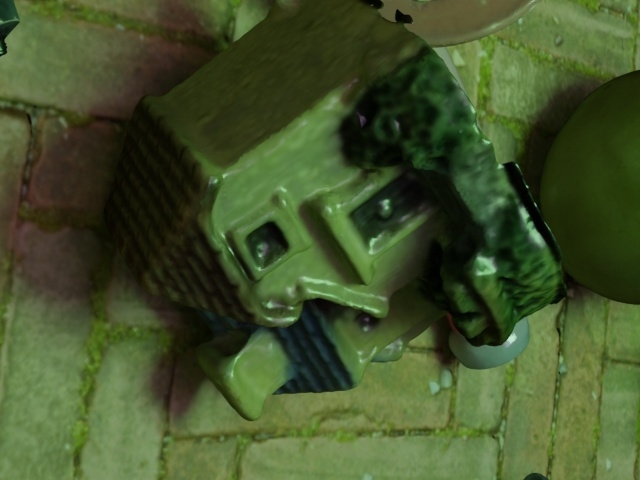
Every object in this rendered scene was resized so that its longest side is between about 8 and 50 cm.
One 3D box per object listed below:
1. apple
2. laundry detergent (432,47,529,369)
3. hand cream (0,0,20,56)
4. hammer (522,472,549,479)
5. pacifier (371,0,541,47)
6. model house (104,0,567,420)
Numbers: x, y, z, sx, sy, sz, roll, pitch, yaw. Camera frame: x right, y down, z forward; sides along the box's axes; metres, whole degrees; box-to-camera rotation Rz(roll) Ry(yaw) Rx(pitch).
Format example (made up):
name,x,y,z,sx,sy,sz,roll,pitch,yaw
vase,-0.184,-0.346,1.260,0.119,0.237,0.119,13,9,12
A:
name,x,y,z,sx,sy,sz,roll,pitch,yaw
apple,0.363,-0.054,1.362,0.262,0.262,0.262,2,87,-41
laundry detergent,0.109,-0.032,1.237,0.159,0.088,0.335,-34,111,-27
hand cream,-0.273,-0.250,0.934,0.075,0.052,0.248,-25,105,-40
hammer,0.208,0.391,1.304,0.137,0.037,0.290,36,68,-36
pacifier,0.094,-0.311,1.150,0.273,0.220,0.332,2,64,-42
model house,0.000,0.000,1.011,0.266,0.261,0.321,-34,123,-6
